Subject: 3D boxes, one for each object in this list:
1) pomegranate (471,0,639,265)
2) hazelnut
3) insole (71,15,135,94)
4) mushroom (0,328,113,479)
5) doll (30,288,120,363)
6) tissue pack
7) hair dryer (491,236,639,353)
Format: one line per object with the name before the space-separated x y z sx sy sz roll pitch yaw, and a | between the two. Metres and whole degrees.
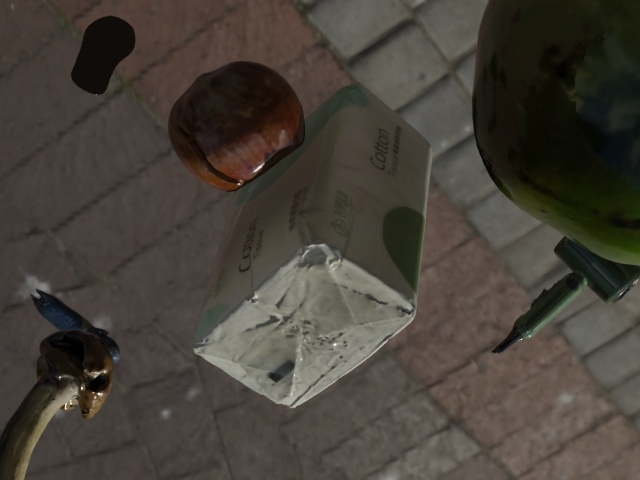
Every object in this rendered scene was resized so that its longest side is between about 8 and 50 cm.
pomegranate | 0.204 -0.086 0.812 0.236 0.236 0.302 -19 165 -4
hazelnut | -0.097 -0.135 1.496 0.154 0.143 0.143 -34 131 15
insole | -0.220 -0.190 1.317 0.053 0.153 0.002 29 125 -16
mushroom | -0.198 0.141 0.904 0.060 0.187 0.061 21 140 1
doll | -0.279 0.098 1.475 0.125 0.027 0.037 42 136 -14
tissue pack | -0.001 -0.001 1.684 0.194 0.356 0.266 36 125 -19
hair dryer | 0.206 0.051 1.125 0.150 0.071 0.047 -40 164 -13
